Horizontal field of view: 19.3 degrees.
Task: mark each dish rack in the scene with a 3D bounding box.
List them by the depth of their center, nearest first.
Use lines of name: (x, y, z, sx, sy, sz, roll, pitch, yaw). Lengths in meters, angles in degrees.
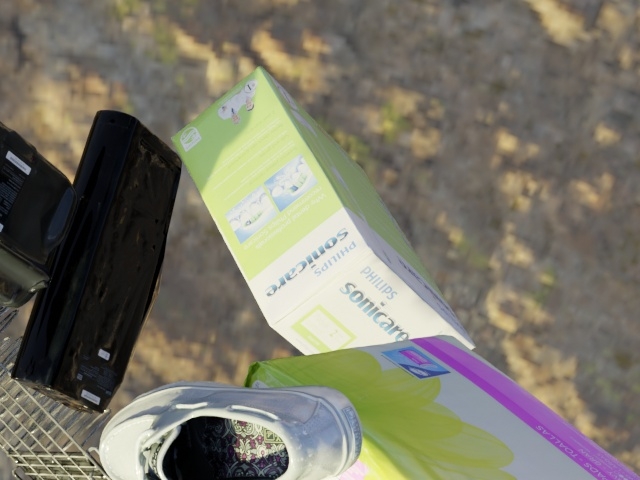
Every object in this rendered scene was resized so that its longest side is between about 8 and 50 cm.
dish rack: (-0.285, 0.145, 1.788, 0.074, 0.208, 0.271, -48, 111, -25)

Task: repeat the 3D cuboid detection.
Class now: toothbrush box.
toothbrush box: (0.000, 0.000, 1.799, 0.122, 0.206, 0.283, -39, 47, 8)

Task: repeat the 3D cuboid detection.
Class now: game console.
game console: (-0.196, -0.013, 1.332, 0.044, 0.361, 0.213, 11, 76, 21)

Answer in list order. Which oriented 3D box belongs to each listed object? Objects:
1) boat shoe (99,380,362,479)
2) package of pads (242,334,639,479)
boat shoe: (-0.079, 0.134, 1.236, 0.081, 0.227, 0.079, -12, 91, -49)
package of pads: (0.098, 0.181, 1.325, 0.229, 0.101, 0.296, -5, 33, -47)
